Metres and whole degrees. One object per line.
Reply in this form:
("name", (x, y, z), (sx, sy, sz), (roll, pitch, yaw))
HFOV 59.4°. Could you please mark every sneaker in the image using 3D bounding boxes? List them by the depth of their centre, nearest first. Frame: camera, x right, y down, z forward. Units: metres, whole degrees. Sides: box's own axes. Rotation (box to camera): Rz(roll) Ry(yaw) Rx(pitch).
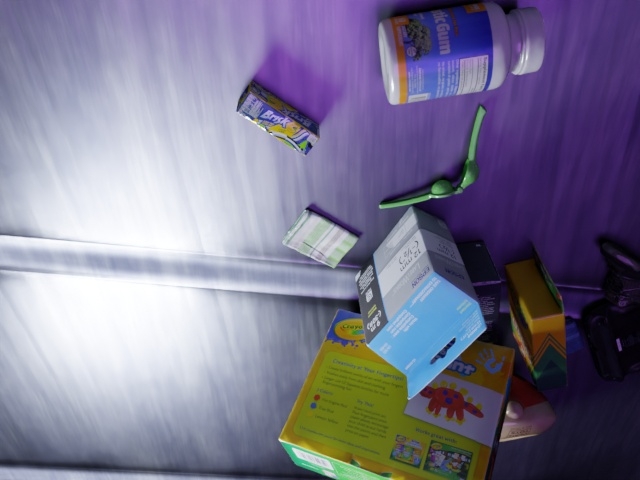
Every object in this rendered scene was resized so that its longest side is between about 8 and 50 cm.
("sneaker", (0.746, 0.094, 1.391), (0.227, 0.087, 0.130), (30, 114, -28))

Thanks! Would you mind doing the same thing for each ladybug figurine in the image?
("ladybug figurine", (0.467, 0.464, 1.535), (0.304, 0.162, 0.449), (-6, 157, -4))

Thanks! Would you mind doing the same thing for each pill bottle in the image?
("pill bottle", (0.248, -0.340, 1.006), (0.271, 0.152, 0.152), (-9, 127, 4))

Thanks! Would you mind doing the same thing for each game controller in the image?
("game controller", (0.833, 0.273, 1.555), (0.166, 0.067, 0.319), (-31, 124, 2))

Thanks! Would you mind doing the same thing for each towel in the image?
("towel", (0.000, 0.000, 1.330), (0.152, 0.023, 0.113), (27, 122, -21))
("towel", (0.684, 0.264, 1.552), (0.067, 0.029, 0.119), (-25, 123, 16))

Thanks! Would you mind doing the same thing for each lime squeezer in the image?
("lime squeezer", (0.270, -0.139, 1.217), (0.109, 0.059, 0.310), (33, 120, -24))

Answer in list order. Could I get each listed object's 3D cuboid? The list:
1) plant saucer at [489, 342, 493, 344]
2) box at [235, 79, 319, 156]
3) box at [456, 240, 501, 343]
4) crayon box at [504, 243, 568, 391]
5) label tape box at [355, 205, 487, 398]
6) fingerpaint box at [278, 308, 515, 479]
("plant saucer", (0.369, 0.320, 1.565), (0.240, 0.037, 0.241), (-4, 127, -5))
("box", (-0.083, -0.243, 1.122), (0.168, 0.059, 0.054), (31, 121, -23))
("box", (0.362, 0.130, 1.363), (0.108, 0.153, 0.207), (-8, 126, 4))
("crayon box", (0.531, 0.191, 1.386), (0.081, 0.202, 0.319), (-14, 125, 8))
("label tape box", (0.201, 0.126, 1.229), (0.115, 0.348, 0.249), (25, 122, -19))
("fingerpaint box", (0.189, 0.393, 1.308), (0.444, 0.371, 0.163), (9, 143, 25))
